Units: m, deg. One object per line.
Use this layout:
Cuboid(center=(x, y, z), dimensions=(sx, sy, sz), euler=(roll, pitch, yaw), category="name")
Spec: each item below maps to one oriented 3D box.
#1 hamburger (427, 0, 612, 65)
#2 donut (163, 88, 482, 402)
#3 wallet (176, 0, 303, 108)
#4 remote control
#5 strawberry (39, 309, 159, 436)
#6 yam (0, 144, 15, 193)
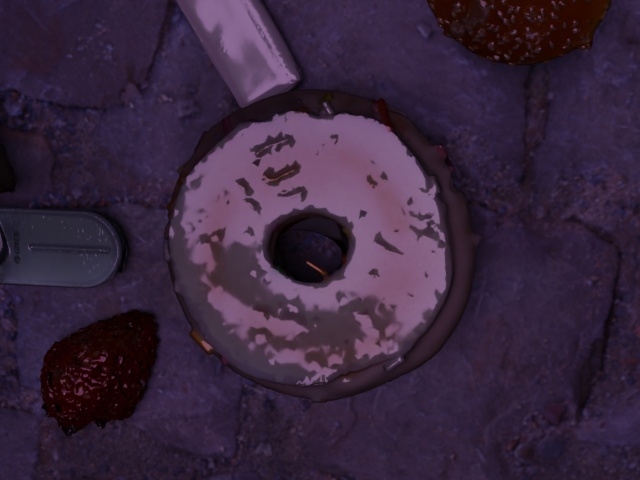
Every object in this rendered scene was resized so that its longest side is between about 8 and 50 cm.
Cuboid(center=(0.220, -0.306, 1.271), dimensions=(0.237, 0.147, 0.237), euler=(3, 103, 15), category="hamburger")
Cuboid(center=(0.000, 0.000, 1.380), dimensions=(0.382, 0.142, 0.382), euler=(2, 101, 11), category="donut")
Cuboid(center=(-0.099, -0.248, 1.409), dimensions=(0.095, 0.033, 0.190), euler=(-28, 94, 17), category="wallet")
Cuboid(center=(-0.373, 0.007, 1.507), dimensions=(0.247, 0.052, 0.104), euler=(3, 100, 12), category="remote control")
Cuboid(center=(-0.297, 0.179, 1.511), dimensions=(0.192, 0.085, 0.140), euler=(-16, 95, 13), category="strawberry")
Cuboid(center=(-0.523, -0.092, 1.483), dimensions=(0.238, 0.128, 0.129), euler=(-18, 63, 10), category="yam")
